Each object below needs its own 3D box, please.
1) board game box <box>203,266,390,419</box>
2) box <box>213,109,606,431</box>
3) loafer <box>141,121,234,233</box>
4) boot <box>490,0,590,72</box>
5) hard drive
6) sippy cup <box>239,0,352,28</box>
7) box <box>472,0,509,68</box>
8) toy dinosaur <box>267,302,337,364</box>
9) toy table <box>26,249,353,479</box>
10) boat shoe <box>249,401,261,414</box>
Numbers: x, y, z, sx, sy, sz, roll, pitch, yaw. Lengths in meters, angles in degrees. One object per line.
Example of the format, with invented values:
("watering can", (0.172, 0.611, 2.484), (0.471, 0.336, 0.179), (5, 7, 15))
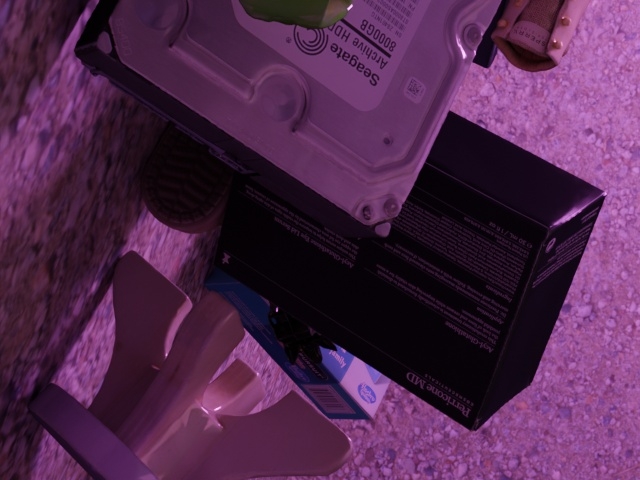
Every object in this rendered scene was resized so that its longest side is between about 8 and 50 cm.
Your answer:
("board game box", (0.035, 0.004, 1.572), (0.254, 0.079, 0.336), (50, 53, -31))
("box", (0.058, -0.007, 1.003), (0.103, 0.261, 0.184), (-26, 140, -50))
("loafer", (-0.058, -0.119, 1.109), (0.268, 0.102, 0.092), (-55, 171, -11))
("boot", (0.263, -0.299, 1.410), (0.203, 0.095, 0.262), (-62, 174, -7))
("hard drive", (0.016, -0.202, 0.865), (0.064, 0.237, 0.339), (2, -118, 61))
("sippy cup", (0.009, -0.284, 0.676), (0.305, 0.240, 0.224), (-44, -169, 20))
("box", (0.200, -0.423, 1.556), (0.296, 0.182, 0.294), (96, 20, -62))
("toy dinosaur", (0.000, 0.000, 1.402), (0.164, 0.322, 0.218), (-44, -138, 41))
("toy table", (-0.117, 0.143, 1.065), (0.161, 0.252, 0.274), (-46, 176, -14))
("boat shoe", (-0.144, 0.272, 1.869), (0.065, 0.075, 0.206), (-21, -156, 29))
